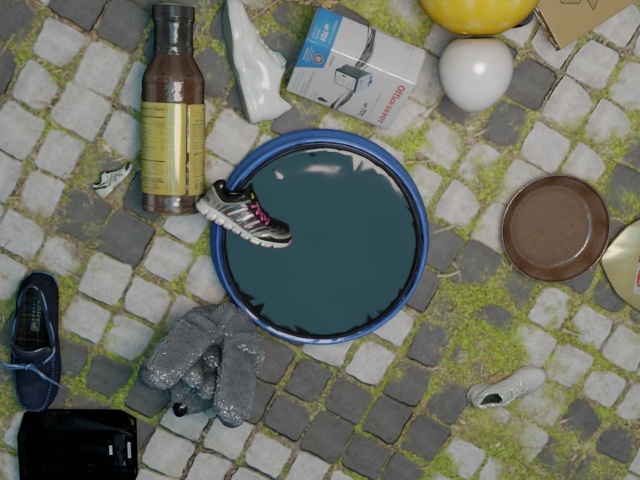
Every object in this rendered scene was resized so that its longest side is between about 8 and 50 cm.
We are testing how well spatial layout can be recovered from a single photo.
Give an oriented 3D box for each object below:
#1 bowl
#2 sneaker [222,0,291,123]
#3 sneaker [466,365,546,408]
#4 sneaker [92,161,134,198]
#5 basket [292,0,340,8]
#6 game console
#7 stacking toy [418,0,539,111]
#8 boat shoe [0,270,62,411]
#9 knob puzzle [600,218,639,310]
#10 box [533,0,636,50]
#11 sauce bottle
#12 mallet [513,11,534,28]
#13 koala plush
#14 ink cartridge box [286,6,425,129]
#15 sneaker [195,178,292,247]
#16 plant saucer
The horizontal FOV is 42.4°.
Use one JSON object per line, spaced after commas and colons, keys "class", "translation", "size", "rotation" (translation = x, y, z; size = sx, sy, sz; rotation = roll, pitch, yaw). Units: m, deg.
{"class": "bowl", "translation": [0.000, 0.000, 1.450], "size": [0.391, 0.077, 0.391], "rotation": [0, 100, -2]}
{"class": "sneaker", "translation": [-0.105, -0.311, 1.397], "size": [0.094, 0.080, 0.212], "rotation": [-17, 108, -11]}
{"class": "sneaker", "translation": [0.350, 0.279, 1.524], "size": [0.152, 0.061, 0.053], "rotation": [-21, 99, 0]}
{"class": "sneaker", "translation": [-0.362, -0.111, 1.435], "size": [0.083, 0.032, 0.037], "rotation": [-43, 99, 5]}
{"class": "basket", "translation": [-0.046, -0.538, 1.340], "size": [0.299, 0.223, 0.213], "rotation": [29, 131, -7]}
{"class": "game console", "translation": [-0.450, 0.487, 1.539], "size": [0.213, 0.044, 0.361], "rotation": [1, 100, -1]}
{"class": "stacking toy", "translation": [0.248, -0.439, 1.261], "size": [0.351, 0.350, 0.479], "rotation": [-2, 107, -2]}
{"class": "boat shoe", "translation": [-0.517, 0.185, 1.454], "size": [0.109, 0.089, 0.258], "rotation": [-2, 101, -2]}
{"class": "knob puzzle", "translation": [0.603, 0.038, 1.505], "size": [0.213, 0.030, 0.213], "rotation": [-1, 101, -3]}
{"class": "box", "translation": [0.434, -0.437, 1.383], "size": [0.201, 0.021, 0.164], "rotation": [-33, 97, -13]}
{"class": "sauce bottle", "translation": [-0.245, -0.217, 1.383], "size": [0.111, 0.111, 0.344], "rotation": [3, 99, -3]}
{"class": "mallet", "translation": [0.404, -0.400, 1.399], "size": [0.190, 0.062, 0.039], "rotation": [-15, 102, 0]}
{"class": "koala plush", "translation": [-0.206, 0.232, 1.437], "size": [0.196, 0.203, 0.221], "rotation": [27, 142, -5]}
{"class": "ink cartridge box", "translation": [0.057, -0.281, 1.361], "size": [0.191, 0.139, 0.082], "rotation": [22, 60, -5]}
{"class": "sneaker", "translation": [-0.118, -0.047, 1.364], "size": [0.170, 0.063, 0.074], "rotation": [27, 104, -2]}
{"class": "plant saucer", "translation": [0.420, -0.022, 1.484], "size": [0.199, 0.036, 0.198], "rotation": [0, 100, -2]}
